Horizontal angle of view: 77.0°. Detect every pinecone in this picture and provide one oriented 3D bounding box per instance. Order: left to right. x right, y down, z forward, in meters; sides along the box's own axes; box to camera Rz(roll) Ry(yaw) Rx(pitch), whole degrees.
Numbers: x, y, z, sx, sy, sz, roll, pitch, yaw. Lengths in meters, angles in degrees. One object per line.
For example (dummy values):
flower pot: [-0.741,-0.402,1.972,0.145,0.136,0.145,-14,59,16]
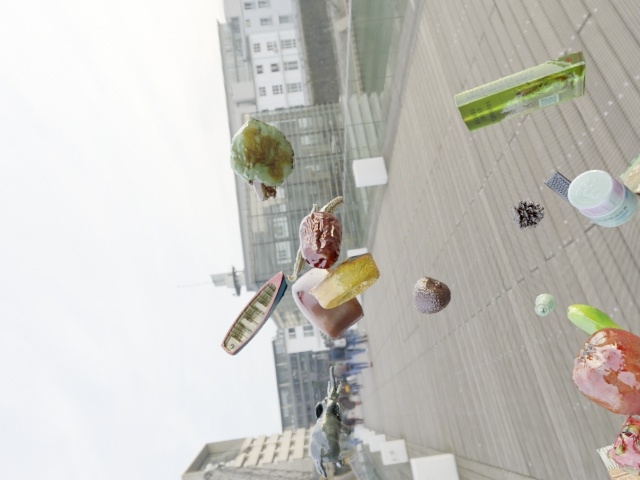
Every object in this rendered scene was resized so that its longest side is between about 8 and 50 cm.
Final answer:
pinecone: [0.872,-0.111,1.696,0.140,0.121,0.140,-19,-90,-83]

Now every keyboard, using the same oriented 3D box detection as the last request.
keyboard: [0.951,-0.155,1.486,0.250,0.017,0.087,45,162,11]

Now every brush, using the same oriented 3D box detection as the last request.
brush: [0.855,0.693,1.064,0.017,0.090,0.314,41,-154,-23]

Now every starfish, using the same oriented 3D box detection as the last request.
starfish: [-0.012,-0.015,2.014,0.324,0.082,0.432,-16,-55,-50]

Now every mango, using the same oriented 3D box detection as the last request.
mango: [1.171,0.351,1.707,0.233,0.125,0.111,28,144,38]

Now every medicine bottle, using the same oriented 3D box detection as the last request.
medicine bottle: [0.844,-0.125,1.206,0.135,0.168,0.135,-36,43,43]

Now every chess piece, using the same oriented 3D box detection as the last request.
chess piece: [0.697,0.209,1.257,0.149,0.059,0.059,-10,-87,-54]

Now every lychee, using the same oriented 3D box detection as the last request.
lychee: [0.550,0.277,2.000,0.194,0.194,0.194,173,90,-89]

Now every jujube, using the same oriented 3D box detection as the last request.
jujube: [0.000,0.000,1.403,0.230,0.155,0.155,-87,-7,-48]

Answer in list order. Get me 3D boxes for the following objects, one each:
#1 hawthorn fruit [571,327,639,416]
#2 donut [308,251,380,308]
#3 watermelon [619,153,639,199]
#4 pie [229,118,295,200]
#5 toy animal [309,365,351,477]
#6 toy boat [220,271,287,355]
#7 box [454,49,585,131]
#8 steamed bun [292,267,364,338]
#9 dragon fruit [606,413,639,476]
hawthorn fruit: [1.095,0.486,1.438,0.287,0.330,0.287,-54,-10,-15]
donut: [0.082,0.134,1.361,0.118,0.253,0.253,62,172,18]
watermelon: [1.061,-0.197,1.205,0.302,0.151,0.264,-46,-14,-48]
pie: [-0.217,-0.317,1.542,0.105,0.257,0.274,15,152,53]
toy animal: [0.032,0.504,1.112,0.269,0.082,0.137,-77,-25,-44]
toy boat: [-0.262,0.304,1.680,0.136,0.392,0.079,25,162,40]
box: [0.552,-0.403,1.121,0.173,0.311,0.043,19,-117,-55]
steamed bun: [0.010,0.245,1.799,0.248,0.235,0.379,52,177,-24]
dragon fruit: [0.805,0.500,0.984,0.133,0.208,0.150,76,-168,-51]
